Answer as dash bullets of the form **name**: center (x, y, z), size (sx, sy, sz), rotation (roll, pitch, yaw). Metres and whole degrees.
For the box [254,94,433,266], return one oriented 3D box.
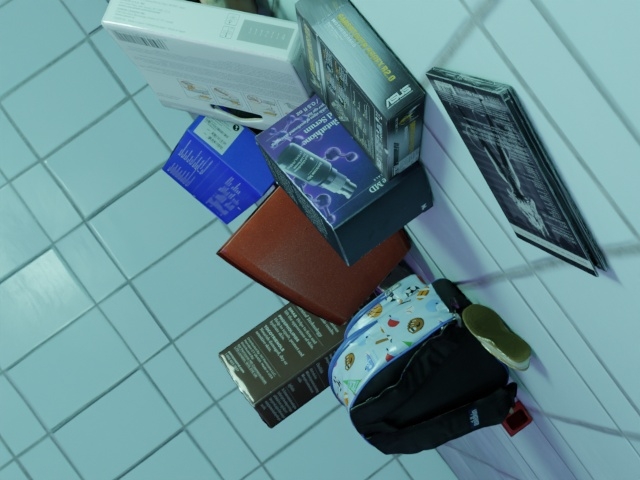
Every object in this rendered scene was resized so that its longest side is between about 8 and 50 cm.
- **box**: center (0.033, -0.095, 1.589), size (0.207, 0.153, 0.108), rotation (48, 171, 32)

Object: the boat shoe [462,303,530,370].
- **boat shoe**: center (0.258, 0.146, 1.687), size (0.135, 0.050, 0.045), rotation (48, 166, 43)

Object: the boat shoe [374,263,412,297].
- **boat shoe**: center (0.109, 0.060, 2.117), size (0.233, 0.084, 0.079), rotation (50, 161, 21)

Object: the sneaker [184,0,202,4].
- **sneaker**: center (-0.271, -0.430, 1.784), size (0.136, 0.116, 0.314), rotation (-2, 114, 30)

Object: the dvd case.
- **dvd case**: center (0.195, -0.072, 1.150), size (0.221, 0.018, 0.164), rotation (57, 171, -23)

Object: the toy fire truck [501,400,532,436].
- **toy fire truck**: center (0.295, 0.265, 2.050), size (0.192, 0.047, 0.135), rotation (53, 173, 14)

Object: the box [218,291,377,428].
- **box**: center (0.004, 0.185, 2.231), size (0.143, 0.381, 0.191), rotation (54, 173, 23)

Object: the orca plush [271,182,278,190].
- **orca plush**: center (-0.100, -0.213, 2.370), size (0.151, 0.102, 0.287), rotation (-8, -118, -45)

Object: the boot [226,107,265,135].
- **boot**: center (-0.202, -0.329, 2.022), size (0.445, 0.146, 0.367), rotation (51, 164, -12)

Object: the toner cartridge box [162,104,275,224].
- **toner cartridge box**: center (-0.173, -0.128, 1.993), size (0.165, 0.075, 0.348), rotation (42, 165, -7)

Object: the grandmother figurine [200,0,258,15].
- **grandmother figurine**: center (-0.172, -0.414, 1.647), size (0.208, 0.104, 0.342), rotation (54, 172, 31)

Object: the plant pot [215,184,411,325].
- **plant pot**: center (0.000, 0.000, 1.962), size (0.235, 0.267, 0.267), rotation (42, 174, -4)

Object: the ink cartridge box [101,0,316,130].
- **ink cartridge box**: center (-0.137, -0.252, 1.680), size (0.296, 0.066, 0.261), rotation (15, 164, 17)

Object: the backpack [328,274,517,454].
- **backpack**: center (0.145, 0.206, 1.861), size (0.213, 0.263, 0.276), rotation (46, 171, 52)

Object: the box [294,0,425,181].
- **box**: center (0.049, -0.188, 1.405), size (0.183, 0.056, 0.231), rotation (53, 173, 15)
